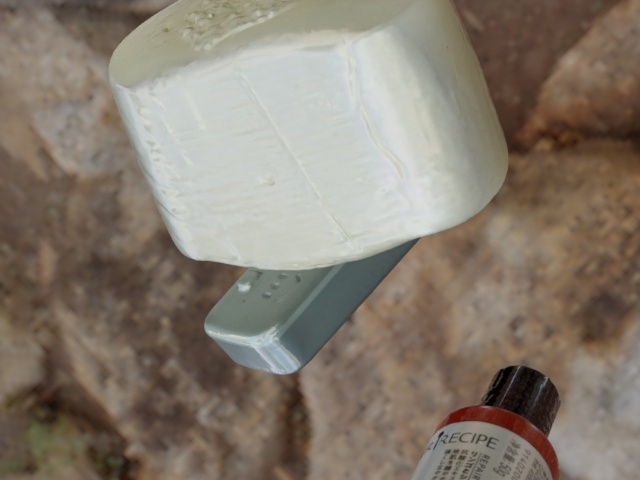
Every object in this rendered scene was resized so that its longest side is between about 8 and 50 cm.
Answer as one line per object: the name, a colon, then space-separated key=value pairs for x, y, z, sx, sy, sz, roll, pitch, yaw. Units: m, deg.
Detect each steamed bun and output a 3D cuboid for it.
steamed bun: x=-0.004 y=-0.091 z=1.262 sx=0.250 sy=0.155 sz=0.200 roll=-8 pitch=125 yaw=29

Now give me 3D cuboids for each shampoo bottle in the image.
shampoo bottle: x=0.116 y=0.198 z=1.420 sx=0.104 sy=0.278 sz=0.104 roll=13 pitch=129 yaw=17

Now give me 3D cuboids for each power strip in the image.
power strip: x=-0.001 y=0.000 z=1.653 sx=0.059 sy=0.265 sz=0.193 roll=50 pitch=160 yaw=-23
